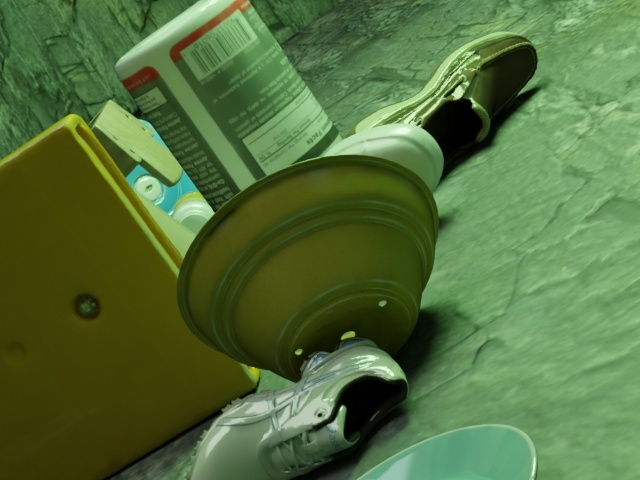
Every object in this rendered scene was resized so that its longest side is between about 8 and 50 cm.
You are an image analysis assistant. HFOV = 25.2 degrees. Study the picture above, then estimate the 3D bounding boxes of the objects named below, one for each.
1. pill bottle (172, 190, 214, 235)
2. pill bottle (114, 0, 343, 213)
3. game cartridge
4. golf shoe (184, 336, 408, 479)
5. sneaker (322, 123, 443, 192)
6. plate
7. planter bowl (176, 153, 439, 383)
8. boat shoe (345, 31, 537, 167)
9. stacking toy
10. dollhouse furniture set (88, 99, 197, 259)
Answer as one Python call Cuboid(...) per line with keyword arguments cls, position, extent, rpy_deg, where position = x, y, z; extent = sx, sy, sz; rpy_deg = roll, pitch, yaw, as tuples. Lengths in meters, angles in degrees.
Cuboid(cls="pill bottle", position=(-0.166, -0.025, 1.902), extent=(0.065, 0.065, 0.116), rpy_deg=(-33, 13, 4))
Cuboid(cls="pill bottle", position=(-0.076, -0.115, 1.524), extent=(0.161, 0.283, 0.161), rpy_deg=(-33, 13, 9))
Cuboid(cls="game cartridge", position=(-0.262, 0.089, 1.251), extent=(0.324, 0.285, 0.052), rpy_deg=(-31, 14, 13))
Cuboid(cls="golf shoe", position=(-0.015, 0.133, 0.993), extent=(0.176, 0.069, 0.086), rpy_deg=(-39, 20, -14))
Cuboid(cls="sneaker", position=(0.000, 0.000, 1.378), extent=(0.290, 0.106, 0.123), rpy_deg=(-35, 21, 32))
Cuboid(cls="plate", position=(0.045, 0.170, 0.798), extent=(0.188, 0.024, 0.188), rpy_deg=(-32, 13, 8))
Cuboid(cls="planter bowl", position=(0.008, 0.046, 1.083), extent=(0.217, 0.217, 0.090), rpy_deg=(-33, 49, 5))
Cuboid(cls="boat shoe", position=(0.150, -0.131, 1.512), extent=(0.257, 0.095, 0.095), rpy_deg=(-38, 37, -21))
Cuboid(cls="stacking toy", position=(-0.292, -0.035, 2.116), extent=(0.175, 0.166, 0.302), rpy_deg=(-52, 8, -25))
Cuboid(cls="dollhouse furniture set", position=(-0.295, 0.049, 1.718), extent=(0.303, 0.198, 0.286), rpy_deg=(-43, 17, 29))
